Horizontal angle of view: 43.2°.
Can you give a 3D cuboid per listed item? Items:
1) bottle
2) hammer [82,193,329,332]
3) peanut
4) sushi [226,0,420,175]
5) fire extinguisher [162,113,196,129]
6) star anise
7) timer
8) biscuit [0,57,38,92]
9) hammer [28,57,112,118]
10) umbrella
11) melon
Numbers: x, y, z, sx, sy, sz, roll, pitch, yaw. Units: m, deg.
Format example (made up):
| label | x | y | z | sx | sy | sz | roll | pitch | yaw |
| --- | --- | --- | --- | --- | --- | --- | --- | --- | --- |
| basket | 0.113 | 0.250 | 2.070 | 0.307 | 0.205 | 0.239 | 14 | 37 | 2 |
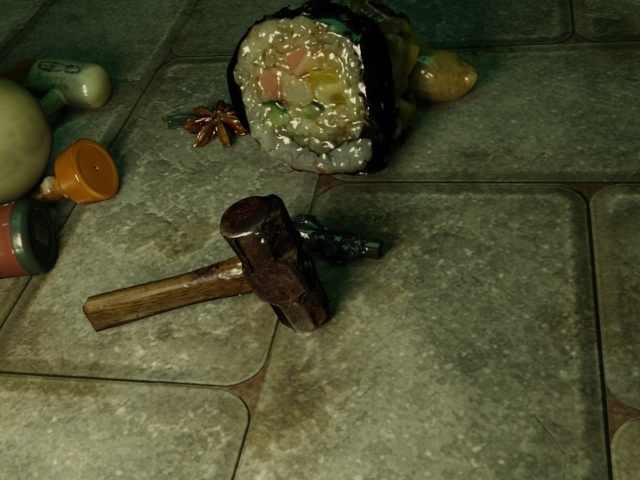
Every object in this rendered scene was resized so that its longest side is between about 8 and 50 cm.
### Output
| label | x | y | z | sx | sy | sz | roll | pitch | yaw |
| --- | --- | --- | --- | --- | --- | --- | --- | --- | --- |
| bottle | -0.670 | 0.015 | 1.486 | 0.336 | 0.144 | 0.144 | -9 | 42 | 6 |
| hammer | -0.205 | 0.070 | 1.296 | 0.409 | 0.242 | 0.095 | -13 | 43 | 19 |
| peanut | 0.216 | -0.369 | 1.728 | 0.253 | 0.122 | 0.137 | 28 | 47 | 32 |
| sushi | 0.020 | -0.316 | 1.589 | 0.329 | 0.327 | 0.285 | -3 | 27 | 29 |
| fire extinguisher | -0.315 | -0.265 | 1.798 | 0.083 | 0.025 | 0.038 | -1 | 66 | 10 |
| star anise | -0.218 | -0.254 | 1.741 | 0.168 | 0.057 | 0.167 | -5 | 41 | 5 |
| timer | -0.507 | -0.119 | 1.630 | 0.152 | 0.132 | 0.132 | -20 | 37 | 24 |
| biscuit | -0.764 | -0.380 | 2.013 | 0.166 | 0.036 | 0.225 | 14 | 50 | 26 |
| hammer | -0.630 | -0.302 | 1.855 | 0.202 | 0.113 | 0.305 | 10 | 51 | 26 |
| umbrella | 0.001 | -0.002 | 1.417 | 0.224 | 0.080 | 0.071 | 7 | 10 | 15 |
| melon | -0.693 | -0.177 | 1.602 | 0.269 | 0.268 | 0.330 | 30 | 63 | 36 |
